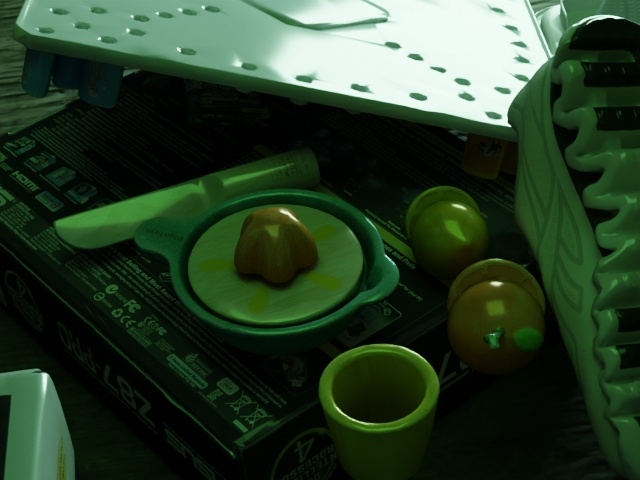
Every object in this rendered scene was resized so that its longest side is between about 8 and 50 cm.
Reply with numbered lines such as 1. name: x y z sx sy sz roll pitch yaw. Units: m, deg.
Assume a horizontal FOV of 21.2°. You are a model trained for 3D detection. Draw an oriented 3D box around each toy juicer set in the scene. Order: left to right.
1. toy juicer set: 0.000 0.000 1.089 0.209 0.089 0.329 -33 49 -28

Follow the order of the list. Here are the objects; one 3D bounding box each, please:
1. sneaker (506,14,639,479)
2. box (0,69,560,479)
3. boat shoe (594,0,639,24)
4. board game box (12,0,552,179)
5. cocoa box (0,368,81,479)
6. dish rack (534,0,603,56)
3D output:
1. sneaker: 0.182 0.012 1.068 0.110 0.118 0.292 3 71 -29
2. box: -0.050 -0.001 1.237 0.318 0.097 0.395 -32 46 -26
3. boat shoe: 0.258 -0.050 1.198 0.121 0.119 0.335 -21 52 36
4. board game box: -0.018 -0.165 1.314 0.390 0.050 0.390 10 25 -6
5. cocoa box: -0.225 0.271 0.824 0.231 0.228 0.347 -7 39 0
6. dish rack: 0.328 -0.129 1.359 0.333 0.072 0.285 -8 40 1
